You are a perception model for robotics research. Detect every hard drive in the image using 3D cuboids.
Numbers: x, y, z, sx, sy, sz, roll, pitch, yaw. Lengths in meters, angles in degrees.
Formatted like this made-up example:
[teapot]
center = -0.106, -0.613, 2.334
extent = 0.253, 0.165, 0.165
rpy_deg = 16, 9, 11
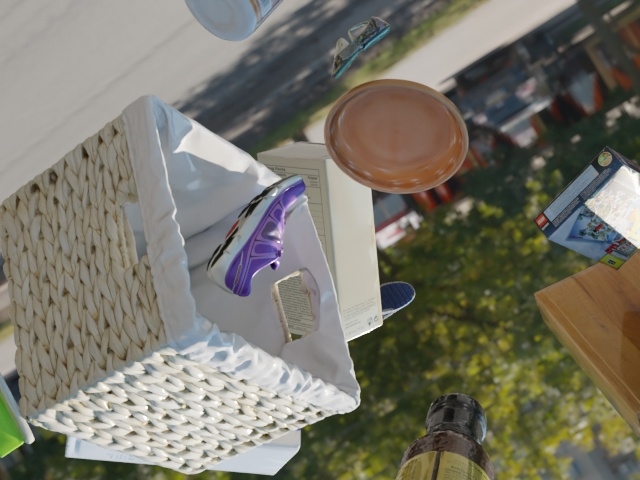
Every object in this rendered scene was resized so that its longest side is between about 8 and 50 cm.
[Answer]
[hard drive]
center = -0.206, 0.292, 1.770
extent = 0.319, 0.040, 0.210
rpy_deg = 7, 158, -11

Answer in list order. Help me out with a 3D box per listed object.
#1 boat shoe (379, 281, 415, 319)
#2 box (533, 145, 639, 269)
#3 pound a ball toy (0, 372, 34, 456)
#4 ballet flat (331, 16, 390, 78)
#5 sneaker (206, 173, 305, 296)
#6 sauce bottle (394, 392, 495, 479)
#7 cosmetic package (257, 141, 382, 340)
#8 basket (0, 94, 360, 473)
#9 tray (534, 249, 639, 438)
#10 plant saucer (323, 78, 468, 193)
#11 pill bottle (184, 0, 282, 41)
[boat shoe]
center = 0.120, 0.146, 2.649
extent = 0.183, 0.066, 0.066
rpy_deg = -22, 157, -14
[box]
center = 0.453, -0.045, 1.886
extent = 0.159, 0.044, 0.233
rpy_deg = -48, 142, 19
[pound a ball toy]
center = -0.558, 0.188, 1.633
extent = 0.208, 0.319, 0.136
rpy_deg = -35, -155, -30
[ballet flat]
center = 0.045, -0.268, 1.665
extent = 0.114, 0.041, 0.041
rpy_deg = -44, -176, -19
[sneaker]
center = -0.067, -0.005, 1.430
extent = 0.170, 0.071, 0.068
rpy_deg = -56, -165, -20
[sauce bottle]
center = 0.128, 0.272, 1.263
extent = 0.111, 0.111, 0.344
rpy_deg = -31, -168, 24
[cosmetic package]
center = 0.000, 0.000, 2.008
extent = 0.160, 0.309, 0.113
rpy_deg = 10, -159, 42
[basket]
center = -0.171, 0.068, 1.428
extent = 0.266, 0.328, 0.331
rpy_deg = -30, 146, 21
[tray]
center = 0.512, 0.153, 1.939
extent = 0.203, 0.076, 0.411
rpy_deg = -25, -154, -1
[plant saucer]
center = 0.105, -0.148, 1.679
extent = 0.200, 0.200, 0.037
rpy_deg = -31, -147, 36
[pill bottle]
center = -0.087, -0.390, 1.713
extent = 0.216, 0.121, 0.121
rpy_deg = -52, -170, -29
